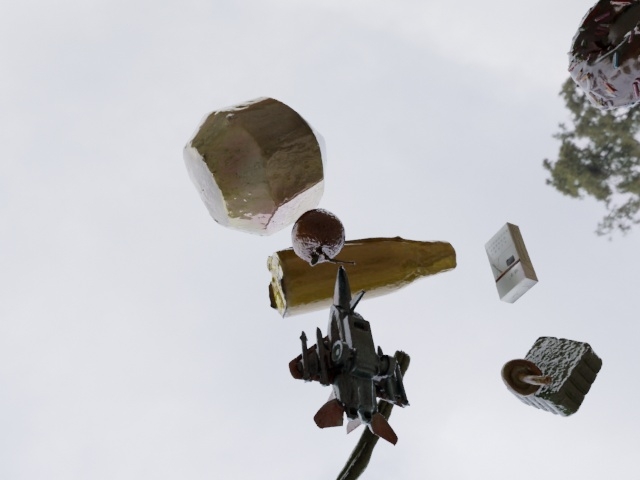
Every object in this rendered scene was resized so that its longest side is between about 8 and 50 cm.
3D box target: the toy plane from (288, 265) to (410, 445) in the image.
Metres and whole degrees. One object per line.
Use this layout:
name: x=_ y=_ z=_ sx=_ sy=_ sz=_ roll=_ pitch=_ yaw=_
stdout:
toy plane: x=0.050 y=0.162 z=0.889 sx=0.223 sy=0.104 sz=0.326 roll=21 pitch=-131 yaw=-24

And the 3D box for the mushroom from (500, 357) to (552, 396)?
mushroom: x=0.493 y=0.325 z=1.278 sx=0.072 sy=0.129 sz=0.088 roll=14 pitch=-101 yaw=-33

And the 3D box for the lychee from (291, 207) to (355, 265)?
lychee: x=-0.002 y=-0.006 z=0.995 sx=0.114 sy=0.101 sz=0.140 roll=-26 pitch=-163 yaw=20

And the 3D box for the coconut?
coconut: x=-0.139 y=-0.183 z=1.300 sx=0.352 sy=0.353 sz=0.353 roll=3 pitch=-129 yaw=-4

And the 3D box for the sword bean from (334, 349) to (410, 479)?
sword bean: x=0.103 y=0.322 z=0.993 sx=0.043 sy=0.038 sz=0.269 roll=23 pitch=-111 yaw=15

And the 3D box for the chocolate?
chocolate: x=0.101 y=0.068 z=1.269 sx=0.445 sy=0.162 sz=0.162 roll=-9 pitch=-128 yaw=-16

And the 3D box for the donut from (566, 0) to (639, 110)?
donut: x=0.462 y=-0.310 z=0.792 sx=0.089 sy=0.235 sz=0.235 roll=26 pitch=-131 yaw=-15

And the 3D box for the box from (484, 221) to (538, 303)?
box: x=0.398 y=0.046 z=1.141 sx=0.040 sy=0.084 sz=0.154 roll=18 pitch=-136 yaw=-19

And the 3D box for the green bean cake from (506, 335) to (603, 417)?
green bean cake: x=0.585 y=0.335 z=1.355 sx=0.094 sy=0.183 sz=0.185 roll=42 pitch=-107 yaw=-13
